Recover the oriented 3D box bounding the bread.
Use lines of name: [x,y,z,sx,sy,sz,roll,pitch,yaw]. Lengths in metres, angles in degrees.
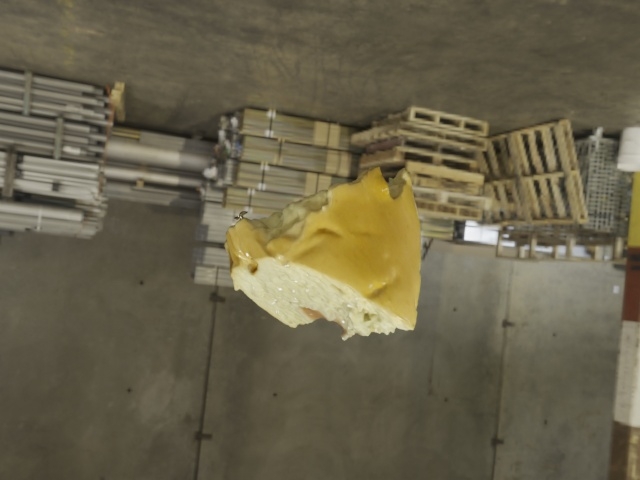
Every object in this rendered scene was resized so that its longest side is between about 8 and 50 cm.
bread: [-0.002,-0.011,0.798,0.211,0.224,0.184,34,141,-24]
